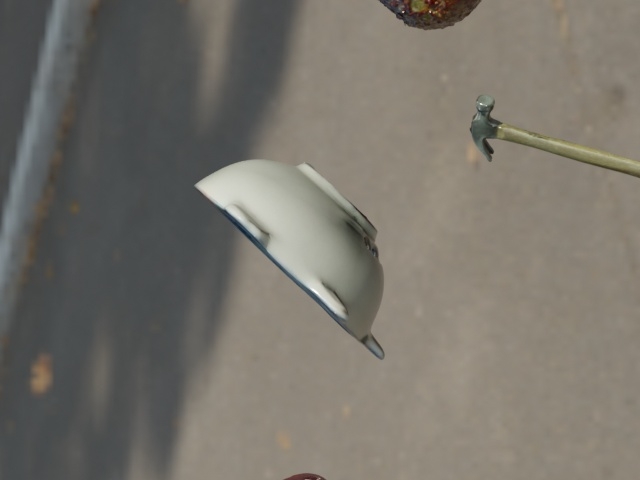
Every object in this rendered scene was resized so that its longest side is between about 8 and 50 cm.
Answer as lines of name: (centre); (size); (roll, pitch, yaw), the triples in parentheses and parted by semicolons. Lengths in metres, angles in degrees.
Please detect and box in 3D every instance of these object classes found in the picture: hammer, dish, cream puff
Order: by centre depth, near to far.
dish: (0.000, 0.000, 1.732); (0.086, 0.228, 0.236); (-47, 1, -2)
hammer: (0.225, -0.082, 1.808); (0.017, 0.182, 0.062); (-65, -10, -48)
cream puff: (0.104, -0.278, 1.964); (0.084, 0.149, 0.149); (-79, -1, -66)

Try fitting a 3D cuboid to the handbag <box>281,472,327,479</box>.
handbag: (-0.036, 0.334, 1.763); (0.216, 0.203, 0.074); (57, 153, 21)
